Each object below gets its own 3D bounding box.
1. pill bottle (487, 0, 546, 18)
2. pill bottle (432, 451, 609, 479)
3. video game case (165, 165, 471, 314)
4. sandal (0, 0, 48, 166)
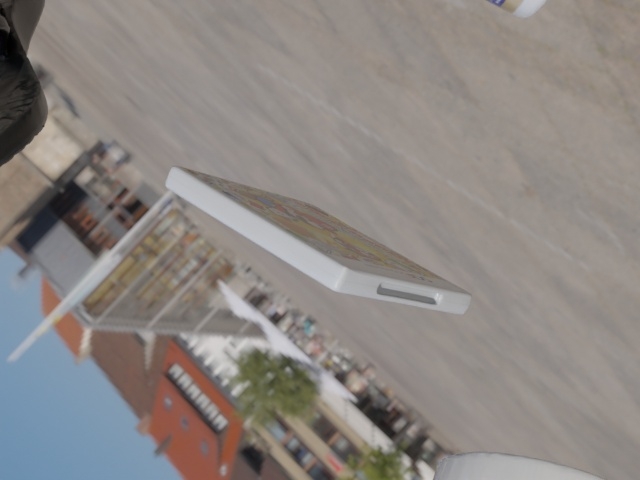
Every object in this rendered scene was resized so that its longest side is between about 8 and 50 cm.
[{"bbox_3d":[0.068,-0.221,0.635,0.186,0.112,0.112,28,176,-2],"label":"pill bottle"},{"bbox_3d":[0.079,0.264,0.515,0.169,0.301,0.169,15,155,7],"label":"pill bottle"},{"bbox_3d":[0.000,0.000,0.992,0.227,0.026,0.206,30,-170,37],"label":"video game case"},{"bbox_3d":[-0.331,-0.172,0.934,0.446,0.167,0.107,-111,2,-55],"label":"sandal"}]
